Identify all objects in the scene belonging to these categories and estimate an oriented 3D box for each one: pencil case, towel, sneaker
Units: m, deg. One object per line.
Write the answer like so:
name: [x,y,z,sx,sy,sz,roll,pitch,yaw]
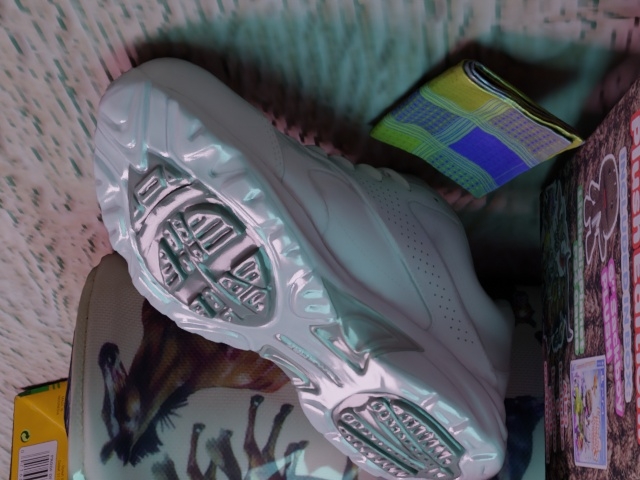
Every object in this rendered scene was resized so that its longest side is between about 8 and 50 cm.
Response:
pencil case: [0.066,0.103,0.753,0.410,0.183,0.160,5,122,-8]
towel: [0.061,-0.043,0.597,0.060,0.009,0.083,31,155,-17]
sneaker: [0.000,0.000,0.630,0.090,0.115,0.232,-20,124,38]

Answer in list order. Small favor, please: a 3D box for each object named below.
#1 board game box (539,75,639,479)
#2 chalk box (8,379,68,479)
board game box: [0.219,0.020,0.539,0.232,0.141,0.291,1,169,-2]
chalk box: [-0.086,0.176,0.993,0.132,0.132,0.213,-15,154,33]
